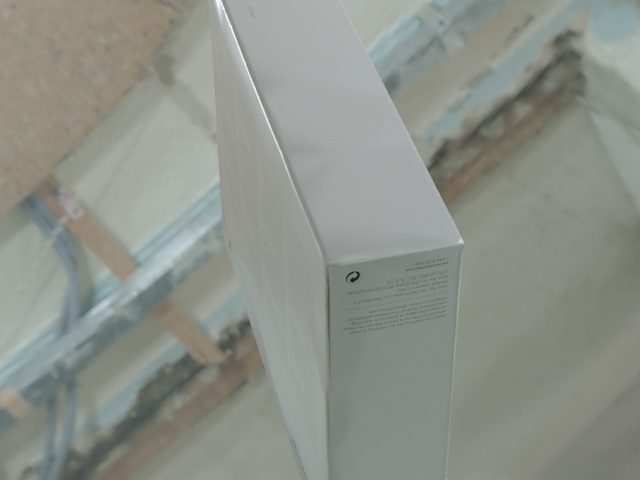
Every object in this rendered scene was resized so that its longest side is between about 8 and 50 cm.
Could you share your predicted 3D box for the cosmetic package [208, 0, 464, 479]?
[{"bbox_3d":[0.000,0.000,1.150,0.097,0.377,0.284,-8,-49,-12],"label":"cosmetic package"}]
